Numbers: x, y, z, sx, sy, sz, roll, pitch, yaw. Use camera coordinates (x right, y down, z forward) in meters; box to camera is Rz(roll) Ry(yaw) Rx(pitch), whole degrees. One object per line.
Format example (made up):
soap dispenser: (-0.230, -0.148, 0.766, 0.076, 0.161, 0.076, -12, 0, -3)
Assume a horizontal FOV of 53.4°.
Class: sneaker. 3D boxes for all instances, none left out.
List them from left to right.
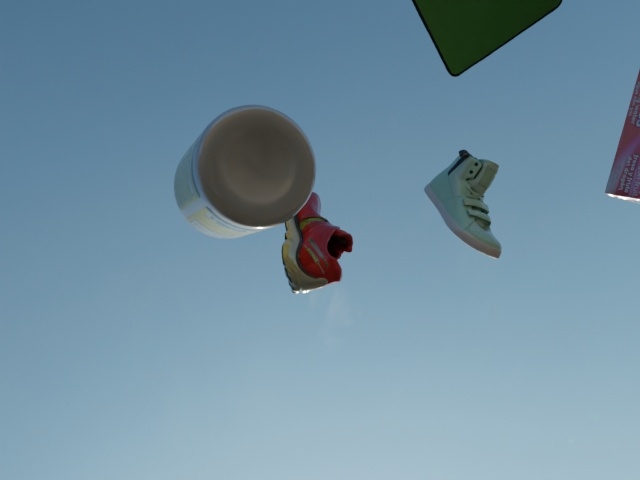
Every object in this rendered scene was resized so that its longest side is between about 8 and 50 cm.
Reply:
sneaker: (0.000, 0.000, 1.153, 0.118, 0.279, 0.107, -8, -55, 6)
sneaker: (0.327, -0.086, 1.328, 0.094, 0.256, 0.151, 19, -60, -40)

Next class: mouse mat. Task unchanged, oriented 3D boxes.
mouse mat: (0.226, -0.330, 0.858, 0.189, 0.007, 0.152, -33, -57, 6)

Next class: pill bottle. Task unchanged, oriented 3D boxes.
pill bottle: (-0.146, -0.101, 1.082, 0.188, 0.334, 0.188, 1, -94, -21)

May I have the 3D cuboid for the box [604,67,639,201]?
box: (0.559, -0.189, 0.931, 0.154, 0.142, 0.300, 10, -83, -26)
